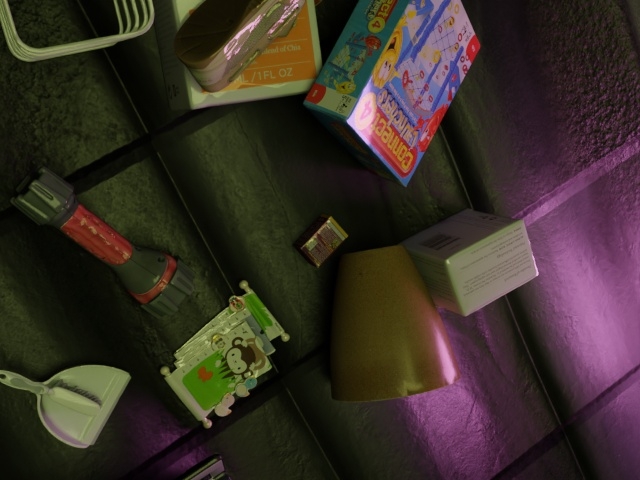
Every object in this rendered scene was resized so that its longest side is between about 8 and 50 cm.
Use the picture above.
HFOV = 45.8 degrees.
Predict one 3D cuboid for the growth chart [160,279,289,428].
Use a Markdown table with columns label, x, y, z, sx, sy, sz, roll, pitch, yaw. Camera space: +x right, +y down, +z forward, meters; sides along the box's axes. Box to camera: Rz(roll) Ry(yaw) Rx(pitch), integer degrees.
| label | x | y | z | sx | sy | sz | roll | pitch | yaw |
| --- | --- | --- | --- | --- | --- | --- | --- | --- | --- |
| growth chart | -0.167 | 0.209 | 1.360 | 0.237 | 0.021 | 0.172 | -46 | 114 | -10 |

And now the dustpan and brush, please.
| label | x | y | z | sx | sy | sz | roll | pitch | yaw |
| --- | --- | --- | --- | --- | --- | --- | --- | --- | --- |
| dustpan and brush | -0.428 | 0.248 | 1.230 | 0.211 | 0.060 | 0.147 | 30 | 86 | -25 |

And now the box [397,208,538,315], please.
| label | x | y | z | sx | sy | sz | roll | pitch | yaw |
| --- | --- | --- | --- | --- | --- | --- | --- | --- | --- |
| box | 0.275 | 0.036 | 1.432 | 0.182 | 0.181 | 0.119 | -26 | 109 | -18 |

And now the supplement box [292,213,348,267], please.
| label | x | y | z | sx | sy | sz | roll | pitch | yaw |
| --- | --- | --- | --- | --- | --- | --- | --- | --- | --- |
| supplement box | 0.000 | 0.000 | 1.383 | 0.083 | 0.043 | 0.055 | -46 | 113 | -11 |

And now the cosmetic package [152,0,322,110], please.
| label | x | y | z | sx | sy | sz | roll | pitch | yaw |
| --- | --- | --- | --- | --- | --- | --- | --- | --- | --- |
| cosmetic package | -0.150 | -0.444 | 1.181 | 0.230 | 0.161 | 0.453 | -13 | 103 | -21 |

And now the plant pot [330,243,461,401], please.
| label | x | y | z | sx | sy | sz | roll | pitch | yaw |
| --- | --- | --- | --- | --- | --- | --- | --- | --- | --- |
| plant pot | 0.117 | 0.140 | 1.377 | 0.237 | 0.237 | 0.254 | -8 | 88 | -22 |

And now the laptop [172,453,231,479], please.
| label | x | y | z | sx | sy | sz | roll | pitch | yaw |
| --- | --- | --- | --- | --- | --- | --- | --- | --- | --- |
| laptop | -0.270 | 0.576 | 1.267 | 0.382 | 0.408 | 0.236 | -31 | 76 | -16 |

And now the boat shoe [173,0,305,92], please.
| label | x | y | z | sx | sy | sz | roll | pitch | yaw |
| --- | --- | --- | --- | --- | --- | --- | --- | --- | --- |
| boat shoe | -0.081 | -0.342 | 1.092 | 0.302 | 0.109 | 0.098 | -50 | 153 | -9 |

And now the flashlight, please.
| label | x | y | z | sx | sy | sz | roll | pitch | yaw |
| --- | --- | --- | --- | --- | --- | --- | --- | --- | --- |
| flashlight | -0.338 | 0.004 | 1.200 | 0.103 | 0.103 | 0.304 | -35 | 120 | 22 |

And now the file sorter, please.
| label | x | y | z | sx | sy | sz | roll | pitch | yaw |
| --- | --- | --- | --- | --- | --- | --- | --- | --- | --- |
| file sorter | -0.354 | -0.349 | 1.045 | 0.192 | 0.277 | 0.173 | -18 | 107 | -20 |

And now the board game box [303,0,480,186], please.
| label | x | y | z | sx | sy | sz | roll | pitch | yaw |
| --- | --- | --- | --- | --- | --- | --- | --- | --- | --- |
| board game box | 0.134 | -0.284 | 1.281 | 0.302 | 0.086 | 0.308 | -62 | 151 | -3 |

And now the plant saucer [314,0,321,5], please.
| label | x | y | z | sx | sy | sz | roll | pitch | yaw |
| --- | --- | --- | --- | --- | --- | --- | --- | --- | --- |
| plant saucer | -0.030 | -0.444 | 1.312 | 0.083 | 0.013 | 0.084 | -4 | 100 | -23 |
